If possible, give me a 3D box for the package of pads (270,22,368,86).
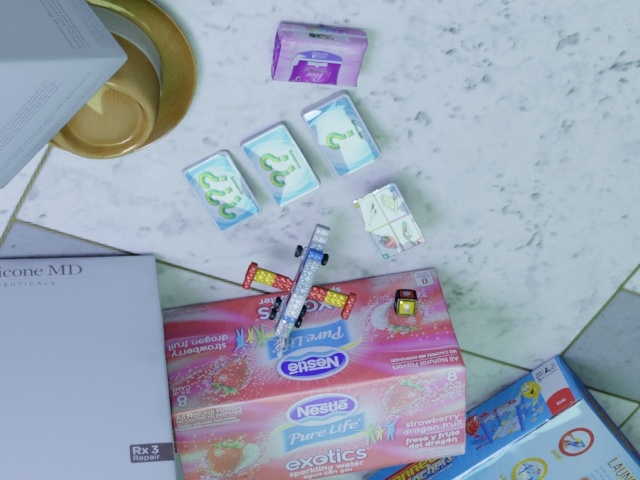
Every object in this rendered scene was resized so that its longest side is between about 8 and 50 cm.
[{"bbox_3d":[-0.002,-0.166,1.287,0.083,0.032,0.050,3,130,-15],"label":"package of pads"}]

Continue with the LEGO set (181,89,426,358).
[{"bbox_3d":[0.000,0.000,1.385,0.182,0.060,0.244,-25,116,11],"label":"LEGO set"}]

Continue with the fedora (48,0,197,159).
[{"bbox_3d":[-0.199,-0.131,1.244,0.194,0.079,0.194,-6,132,-7],"label":"fedora"}]

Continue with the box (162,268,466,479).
[{"bbox_3d":[-0.008,0.149,1.490,0.300,0.154,0.142,-8,133,-4],"label":"box"}]

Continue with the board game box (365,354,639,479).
[{"bbox_3d":[0.245,0.330,1.710,0.302,0.086,0.308,-35,123,10],"label":"board game box"}]

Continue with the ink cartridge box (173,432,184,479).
[{"bbox_3d":[-0.165,0.298,1.602,0.056,0.135,0.099,5,130,-16],"label":"ink cartridge box"}]

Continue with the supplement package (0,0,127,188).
[{"bbox_3d":[-0.318,-0.140,1.044,0.177,0.175,0.293,-41,171,23],"label":"supplement package"}]

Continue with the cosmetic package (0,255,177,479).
[{"bbox_3d":[-0.244,0.195,1.323,0.217,0.385,0.156,-3,134,-12],"label":"cosmetic package"}]
